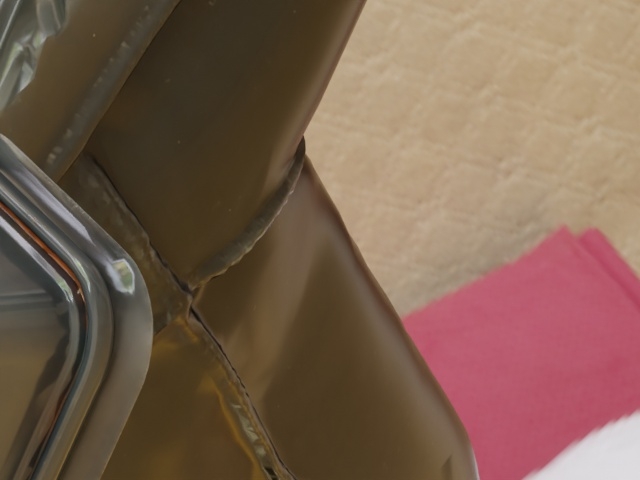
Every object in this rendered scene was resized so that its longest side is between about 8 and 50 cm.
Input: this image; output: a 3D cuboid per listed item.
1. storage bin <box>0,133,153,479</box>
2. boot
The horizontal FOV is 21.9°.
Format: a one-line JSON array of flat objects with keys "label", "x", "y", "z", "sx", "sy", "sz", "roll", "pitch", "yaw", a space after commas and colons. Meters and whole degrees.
[{"label": "storage bin", "x": -0.114, "y": 0.042, "z": 0.341, "sx": 0.091, "sy": 0.098, "sz": 0.135, "roll": 3, "pitch": 121, "yaw": -50}, {"label": "boot", "x": -0.002, "y": 0.001, "z": 0.640, "sx": 0.367, "sy": 0.146, "sz": 0.445, "roll": -51, "pitch": 142, "yaw": -16}]
